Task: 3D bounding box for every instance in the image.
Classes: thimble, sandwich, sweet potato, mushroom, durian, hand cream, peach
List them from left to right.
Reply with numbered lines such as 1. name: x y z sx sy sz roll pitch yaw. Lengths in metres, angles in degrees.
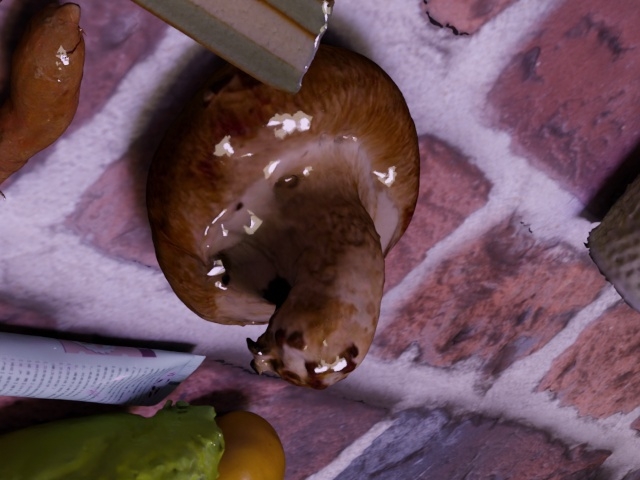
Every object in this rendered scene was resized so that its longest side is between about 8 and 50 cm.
1. sweet potato: -0.204 -0.092 0.750 0.056 0.056 0.195 -2 142 -38
2. durian: -0.271 0.292 1.052 0.340 0.204 0.256 -4 141 -31
3. hand cream: -0.242 0.125 0.988 0.085 0.058 0.331 -48 144 19
4. sandwich: -0.082 -0.164 0.650 0.113 0.163 0.079 -5 138 -34
5. peach: -0.115 0.268 1.191 0.179 0.179 0.103 -37 108 6
6. mushroom: -0.013 -0.016 0.886 0.267 0.254 0.267 -31 174 -4
7. thimble: 0.470 0.019 1.251 0.271 0.271 0.150 1 132 -41
